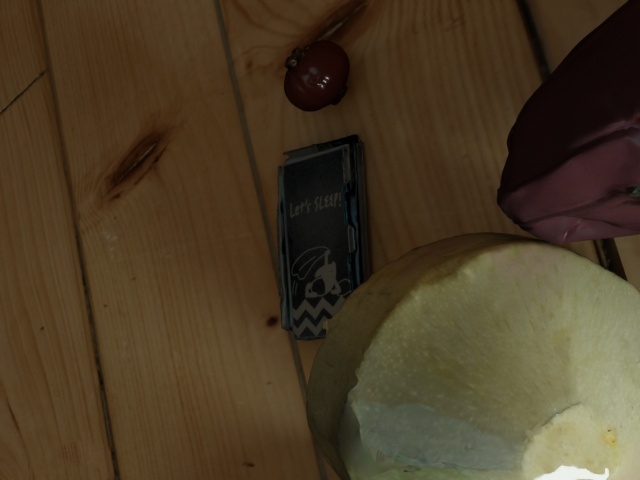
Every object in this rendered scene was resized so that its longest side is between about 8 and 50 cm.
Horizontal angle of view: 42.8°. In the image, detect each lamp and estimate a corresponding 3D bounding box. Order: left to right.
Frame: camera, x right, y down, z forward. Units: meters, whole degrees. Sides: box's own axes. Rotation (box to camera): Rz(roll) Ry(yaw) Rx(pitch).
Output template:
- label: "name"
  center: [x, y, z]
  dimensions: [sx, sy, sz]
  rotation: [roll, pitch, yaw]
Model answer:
- label: "lamp"
  center: [-0.005, -0.221, 1.095]
  dimensions: [0.101, 0.090, 0.101]
  rotation: [-44, 23, 24]

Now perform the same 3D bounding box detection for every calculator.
- label: "calculator"
  center: [0.000, 0.000, 1.129]
  dimensions: [0.165, 0.028, 0.274]
  rotation: [-8, 82, 45]

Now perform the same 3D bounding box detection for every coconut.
- label: "coconut"
  center: [0.164, 0.154, 0.792]
  dimensions: [0.352, 0.352, 0.353]
  rotation: [-1, 89, 43]

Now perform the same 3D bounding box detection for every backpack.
- label: "backpack"
  center: [0.299, -0.104, 0.707]
  dimensions: [0.197, 0.283, 0.317]
  rotation: [47, 132, -8]
